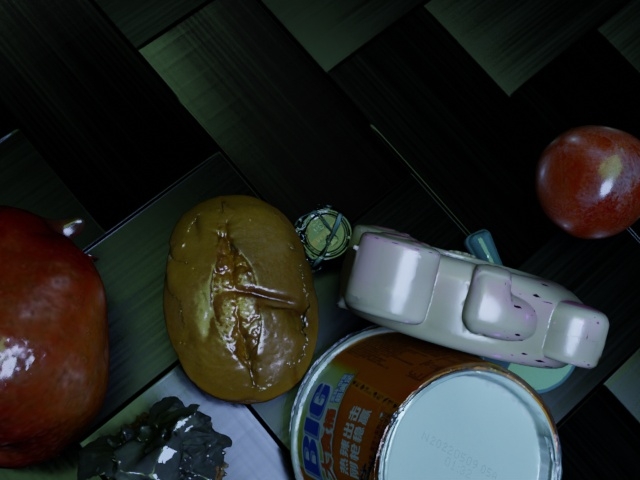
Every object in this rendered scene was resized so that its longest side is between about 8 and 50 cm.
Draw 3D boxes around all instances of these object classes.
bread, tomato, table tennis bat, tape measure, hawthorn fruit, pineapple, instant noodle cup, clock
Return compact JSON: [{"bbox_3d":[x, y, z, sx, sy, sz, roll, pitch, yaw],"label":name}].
[{"bbox_3d":[-0.105,0.079,1.156,0.195,0.142,0.269,-5,74,-11],"label":"bread"},{"bbox_3d":[0.395,-0.084,1.266,0.167,0.167,0.167,2,74,-7],"label":"tomato"},{"bbox_3d":[0.271,0.098,1.254,0.153,0.040,0.244,-24,81,-10],"label":"table tennis bat"},{"bbox_3d":[0.002,0.000,1.238,0.094,0.054,0.091,-33,82,-9],"label":"tape measure"},{"bbox_3d":[-0.390,0.112,1.045,0.295,0.295,0.311,-7,74,-9],"label":"hawthorn fruit"},{"bbox_3d":[-0.183,0.250,1.006,0.170,0.310,0.141,-6,73,-9],"label":"pineapple"},{"bbox_3d":[0.129,0.247,1.058,0.296,0.214,0.296,1,88,-20],"label":"instant noodle cup"},{"bbox_3d":[0.177,0.069,1.104,0.309,0.284,0.114,15,92,-1],"label":"clock"}]
